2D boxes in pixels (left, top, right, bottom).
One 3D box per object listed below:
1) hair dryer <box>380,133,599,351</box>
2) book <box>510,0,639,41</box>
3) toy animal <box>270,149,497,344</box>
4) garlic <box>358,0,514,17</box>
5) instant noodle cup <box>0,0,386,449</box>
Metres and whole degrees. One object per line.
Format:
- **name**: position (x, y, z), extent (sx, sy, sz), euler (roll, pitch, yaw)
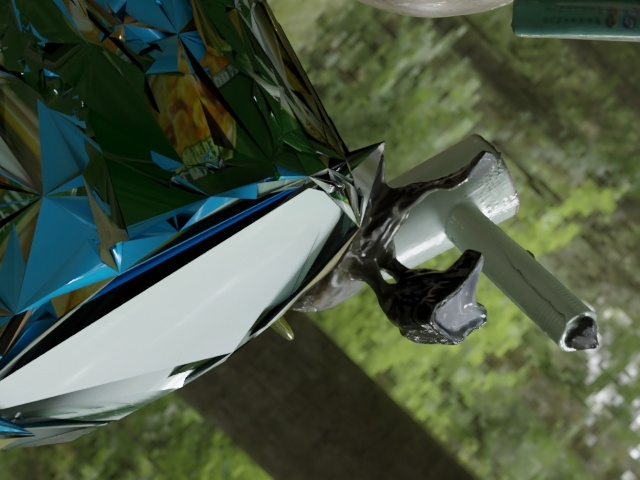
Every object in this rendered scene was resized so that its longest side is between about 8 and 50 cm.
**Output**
- **hair dryer**: position (0.126, 0.020, 1.166), extent (0.131, 0.236, 0.073), euler (-29, 135, -14)
- **book**: position (0.331, -0.118, 0.862), extent (0.379, 0.031, 0.264), euler (8, -170, 32)
- **toy animal**: position (0.007, 0.009, 0.785), extent (0.202, 0.105, 0.070), euler (-4, -162, 38)
- **garlic**: position (0.109, -0.288, 0.936), extent (0.340, 0.231, 0.246), euler (-46, -137, -6)
- **instant noodle cup**: position (-0.103, -0.039, 0.617), extent (0.240, 0.178, 0.240), euler (-31, 164, -10)
